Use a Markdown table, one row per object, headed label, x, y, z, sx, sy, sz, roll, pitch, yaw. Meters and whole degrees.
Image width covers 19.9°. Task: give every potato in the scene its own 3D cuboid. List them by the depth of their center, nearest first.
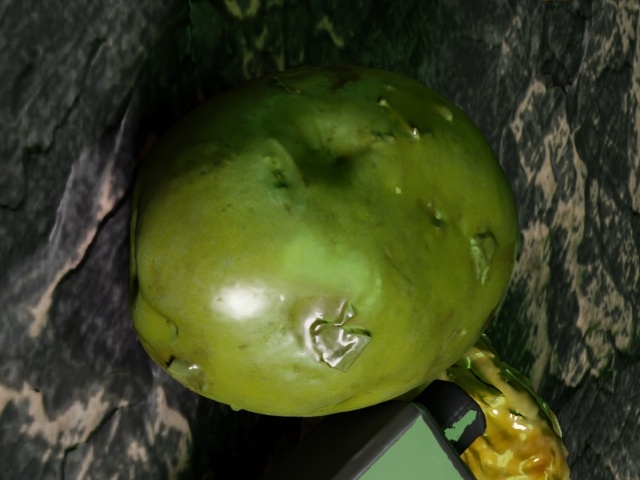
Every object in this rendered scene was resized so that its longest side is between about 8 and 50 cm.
| label | x | y | z | sx | sy | sz | roll | pitch | yaw |
| --- | --- | --- | --- | --- | --- | --- | --- | --- | --- |
| potato | 0.000 | 0.000 | 0.970 | 0.253 | 0.148 | 0.186 | 8 | 72 | -47 |

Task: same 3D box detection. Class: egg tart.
| label | x | y | z | sx | sy | sz | roll | pitch | yaw |
| --- | --- | --- | --- | --- | --- | --- | --- | --- | --- |
| egg tart | 0.086 | 0.182 | 1.142 | 0.297 | 0.132 | 0.297 | 3 | 86 | -55 |

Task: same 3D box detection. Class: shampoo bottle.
| label | x | y | z | sx | sy | sz | roll | pitch | yaw |
| --- | --- | --- | --- | --- | --- | --- | --- | --- | --- |
| shampoo bottle | -0.003 | 0.167 | 0.976 | 0.246 | 0.079 | 0.080 | -43 | 109 | -24 |
